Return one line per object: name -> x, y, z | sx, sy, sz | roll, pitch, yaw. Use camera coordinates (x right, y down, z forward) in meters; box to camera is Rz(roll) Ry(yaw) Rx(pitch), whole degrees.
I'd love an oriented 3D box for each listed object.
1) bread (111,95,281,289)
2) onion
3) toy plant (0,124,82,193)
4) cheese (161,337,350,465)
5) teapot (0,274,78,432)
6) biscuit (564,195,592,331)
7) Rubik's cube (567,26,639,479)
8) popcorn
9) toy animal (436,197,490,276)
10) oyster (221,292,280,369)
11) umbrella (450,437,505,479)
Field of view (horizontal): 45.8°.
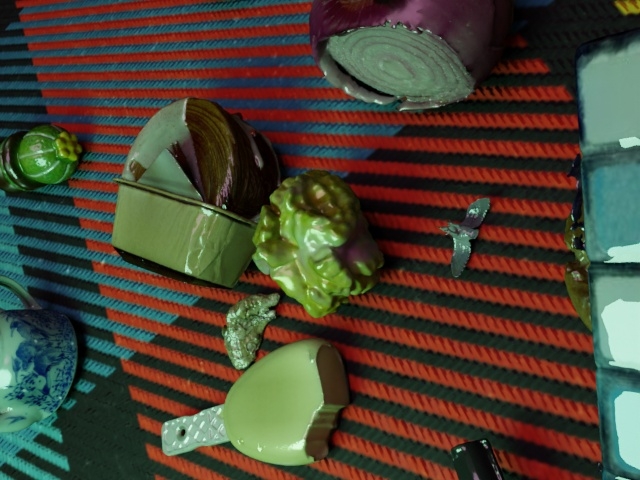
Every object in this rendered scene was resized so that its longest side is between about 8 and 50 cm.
bread -> -0.153, -0.060, 0.904 | 0.224, 0.142, 0.212 | 16, 88, 39
onion -> 0.095, -0.240, 0.773 | 0.207, 0.201, 0.200 | 150, 126, -62
toy plant -> -0.433, -0.127, 1.157 | 0.162, 0.093, 0.092 | -10, 70, 33
cheese -> -0.081, 0.196, 0.830 | 0.255, 0.050, 0.127 | -24, 64, 29
teapot -> -0.424, 0.158, 1.026 | 0.159, 0.159, 0.232 | -24, 63, 28
biscuit -> 0.307, 0.000, 0.619 | 0.226, 0.042, 0.226 | -12, 70, 34
Rubik's cube -> 0.328, 0.023, 0.355 | 0.293, 0.287, 0.292 | -6, 91, 55
popcorn -> 0.000, 0.000, 0.787 | 0.126, 0.126, 0.145 | -45, 79, 25
toy animal -> 0.135, -0.008, 0.750 | 0.050, 0.028, 0.084 | 24, 89, 30
oyster -> -0.083, 0.102, 0.867 | 0.081, 0.038, 0.083 | -15, 66, 29
umbrella -> 0.175, 0.315, 0.573 | 0.118, 0.118, 0.340 | -33, 58, 23
